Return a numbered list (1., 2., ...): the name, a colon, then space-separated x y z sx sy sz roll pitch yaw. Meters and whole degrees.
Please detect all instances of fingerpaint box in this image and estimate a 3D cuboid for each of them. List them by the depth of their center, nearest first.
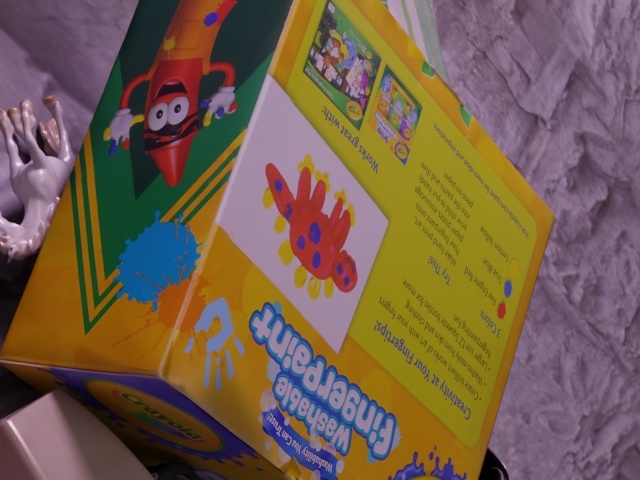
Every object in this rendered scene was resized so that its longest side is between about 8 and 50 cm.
1. fingerpaint box: -0.013 0.031 1.575 0.445 0.163 0.371 44 57 -48

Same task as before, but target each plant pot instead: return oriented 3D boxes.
1. plant pot: -0.198 0.165 1.357 0.096 0.109 0.109 61 30 -2

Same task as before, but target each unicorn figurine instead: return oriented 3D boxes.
1. unicorn figurine: -0.212 -0.047 1.463 0.162 0.060 0.111 -23 97 -60

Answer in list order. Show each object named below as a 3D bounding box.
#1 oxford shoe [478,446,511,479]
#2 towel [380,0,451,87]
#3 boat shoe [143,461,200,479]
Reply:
1. oxford shoe: 0.126 0.273 1.840 0.348 0.130 0.123 64 31 -20
2. towel: 0.049 -0.182 2.011 0.325 0.038 0.248 -22 98 -63
3. boat shoe: -0.144 0.295 1.398 0.114 0.091 0.302 37 47 -48
